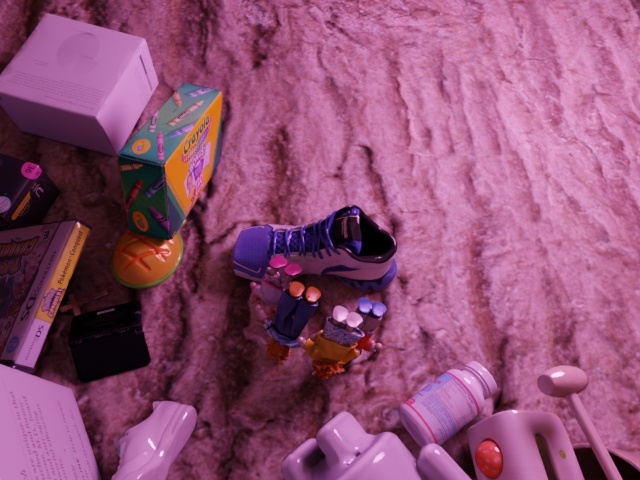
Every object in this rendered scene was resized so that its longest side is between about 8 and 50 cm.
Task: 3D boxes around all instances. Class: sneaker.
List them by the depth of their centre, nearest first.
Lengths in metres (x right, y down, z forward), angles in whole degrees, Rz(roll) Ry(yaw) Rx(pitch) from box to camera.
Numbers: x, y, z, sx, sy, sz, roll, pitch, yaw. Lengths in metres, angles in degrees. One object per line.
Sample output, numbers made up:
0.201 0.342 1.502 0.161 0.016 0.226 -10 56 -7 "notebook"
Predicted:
-0.283 0.338 0.735 0.094 0.080 0.212 11 33 15 "sneaker"
0.001 0.000 0.877 0.316 0.182 0.127 5 63 -2 "sneaker"

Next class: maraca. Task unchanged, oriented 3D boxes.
-0.318 0.010 0.894 0.128 0.099 0.185 6 52 -3 "maraca"

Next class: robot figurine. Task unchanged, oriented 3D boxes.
0.097 0.423 0.676 0.300 0.200 0.353 -43 73 12 "robot figurine"

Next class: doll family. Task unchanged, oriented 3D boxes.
-0.025 0.155 0.822 0.263 0.163 0.118 26 36 7 "doll family"

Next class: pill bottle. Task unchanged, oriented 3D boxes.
0.219 0.277 0.818 0.160 0.087 0.087 -30 71 -17 "pill bottle"

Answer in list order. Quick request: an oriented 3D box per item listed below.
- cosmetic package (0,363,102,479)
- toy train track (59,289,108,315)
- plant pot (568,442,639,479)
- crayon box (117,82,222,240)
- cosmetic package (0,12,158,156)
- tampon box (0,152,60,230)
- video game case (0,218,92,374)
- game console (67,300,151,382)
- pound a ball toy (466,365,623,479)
-0.475 0.363 0.551 0.330 0.393 0.327 -25 70 -14 "cosmetic package"
-0.433 0.113 0.881 0.083 0.014 0.048 -23 62 -20 "toy train track"
0.517 0.441 0.700 0.274 0.256 0.256 10 64 -17 "plant pot"
-0.265 -0.155 0.887 0.081 0.165 0.278 13 43 2 "crayon box"
-0.504 -0.325 1.011 0.224 0.138 0.224 16 63 3 "cosmetic package"
-0.619 -0.094 0.913 0.161 0.101 0.120 17 65 3 "tampon box"
-0.526 0.089 0.799 0.275 0.035 0.248 -5 61 28 "video game case"
-0.375 0.178 0.857 0.122 0.071 0.107 -14 37 -12 "game console"
0.318 0.361 0.685 0.136 0.208 0.318 9 51 -18 "pound a ball toy"
